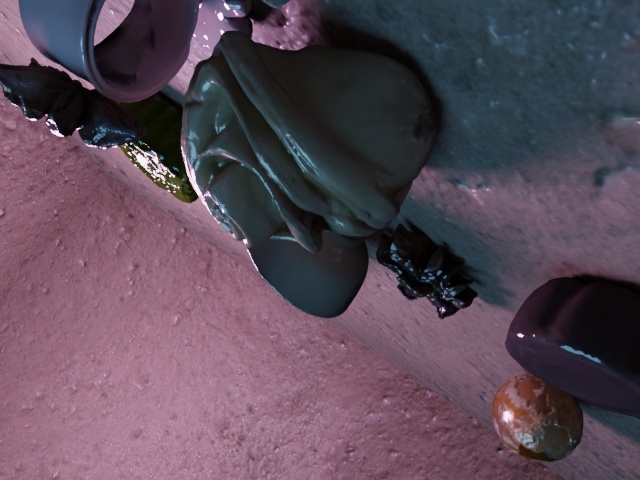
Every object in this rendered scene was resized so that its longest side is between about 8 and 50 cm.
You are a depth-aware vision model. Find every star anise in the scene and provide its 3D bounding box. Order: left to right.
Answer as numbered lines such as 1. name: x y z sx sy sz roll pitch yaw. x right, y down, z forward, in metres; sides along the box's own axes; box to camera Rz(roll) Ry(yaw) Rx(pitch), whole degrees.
1. star anise: -0.298 -0.157 0.677 0.195 0.065 0.182 27 -168 -33
2. star anise: 0.194 0.067 1.101 0.220 0.099 0.214 35 157 7

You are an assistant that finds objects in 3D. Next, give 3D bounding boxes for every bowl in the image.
1. bowl: 0.000 0.000 1.151 0.289 0.146 0.289 33 -148 -24

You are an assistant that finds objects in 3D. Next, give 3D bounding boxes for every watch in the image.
1. watch: -0.213 -0.272 0.692 0.196 0.231 0.244 30 162 13

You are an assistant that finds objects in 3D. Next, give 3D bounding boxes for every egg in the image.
1. egg: 0.488 0.401 1.288 0.195 0.195 0.233 38 166 -8

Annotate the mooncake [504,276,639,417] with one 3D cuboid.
1. mooncake: 0.398 0.156 0.811 0.244 0.133 0.245 34 166 10

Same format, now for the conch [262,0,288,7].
1. conch: -0.052 -0.293 0.441 0.172 0.200 0.131 29 133 -33

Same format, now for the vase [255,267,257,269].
1. vase: -0.075 0.048 1.498 0.165 0.165 0.360 40 172 -16

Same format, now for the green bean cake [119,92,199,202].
1. green bean cake: -0.383 -0.232 1.400 0.249 0.156 0.247 36 165 2

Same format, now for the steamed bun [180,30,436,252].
1. steamed bun: -0.031 -0.094 0.747 0.324 0.220 0.310 16 162 7
